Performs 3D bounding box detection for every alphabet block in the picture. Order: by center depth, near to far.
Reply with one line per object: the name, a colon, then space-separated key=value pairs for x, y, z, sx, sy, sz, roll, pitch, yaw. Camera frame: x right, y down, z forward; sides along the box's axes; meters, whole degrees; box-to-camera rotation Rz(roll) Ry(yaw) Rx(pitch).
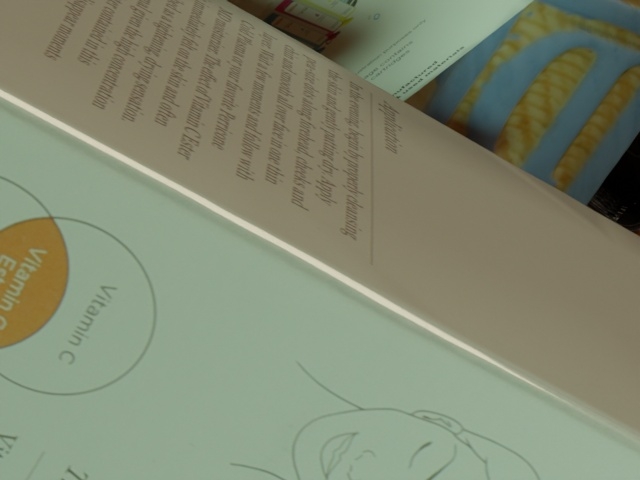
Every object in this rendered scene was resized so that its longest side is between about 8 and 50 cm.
alphabet block: x=0.101 y=-0.138 z=1.162 sx=0.193 sy=0.192 sz=0.197 roll=14 pitch=27 yaw=-42

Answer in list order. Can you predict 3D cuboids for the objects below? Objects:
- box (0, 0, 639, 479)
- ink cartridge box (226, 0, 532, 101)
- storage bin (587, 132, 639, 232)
box: x=-0.030 y=0.066 z=0.522 sx=0.345 sy=0.215 sz=0.168 roll=29 pitch=22 yaw=-11
ink cartridge box: x=-0.047 y=-0.145 z=0.672 sx=0.171 sy=0.168 sz=0.233 roll=61 pitch=21 yaw=19
storage bin: x=0.253 y=-0.111 z=1.319 sx=0.122 sy=0.180 sz=0.084 roll=37 pitch=21 yaw=9
